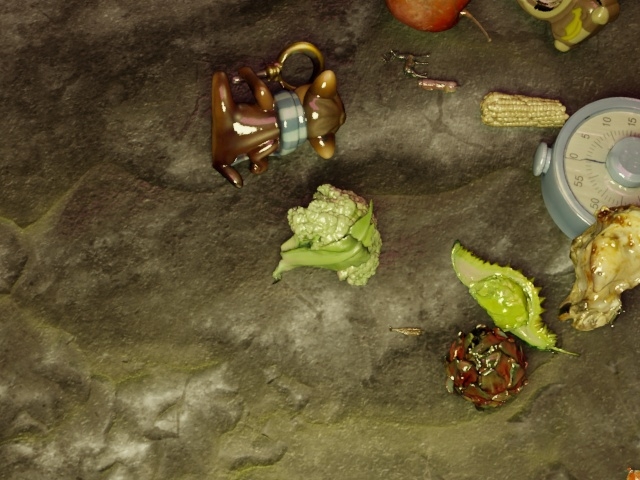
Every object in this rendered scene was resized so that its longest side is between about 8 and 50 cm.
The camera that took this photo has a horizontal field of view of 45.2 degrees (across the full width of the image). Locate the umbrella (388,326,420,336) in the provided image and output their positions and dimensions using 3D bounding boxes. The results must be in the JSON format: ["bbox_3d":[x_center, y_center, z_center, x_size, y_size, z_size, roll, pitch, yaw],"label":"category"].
[{"bbox_3d":[0.196,0.204,1.737,0.083,0.031,0.020,9,102,5],"label":"umbrella"}]

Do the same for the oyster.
[{"bbox_3d":[0.625,0.065,1.654,0.197,0.337,0.133,15,27,7],"label":"oyster"}]

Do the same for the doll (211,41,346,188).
[{"bbox_3d":[-0.112,-0.303,1.849,0.339,0.209,0.318,-11,103,-2],"label":"doll"}]

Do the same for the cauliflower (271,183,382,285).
[{"bbox_3d":[0.000,0.000,1.730,0.315,0.256,0.239,-27,73,22],"label":"cauliflower"}]

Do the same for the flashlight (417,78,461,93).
[{"bbox_3d":[0.301,-0.391,1.952,0.110,0.052,0.031,7,106,9],"label":"flashlight"}]

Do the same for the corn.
[{"bbox_3d":[0.499,-0.321,1.902,0.210,0.087,0.087,2,70,-3],"label":"corn"}]

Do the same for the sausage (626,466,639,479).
[{"bbox_3d":[0.734,0.621,1.568,0.053,0.053,0.348,-27,72,-9],"label":"sausage"}]

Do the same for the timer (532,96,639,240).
[{"bbox_3d":[0.689,-0.155,1.791,0.395,0.173,0.395,0,71,0],"label":"timer"}]

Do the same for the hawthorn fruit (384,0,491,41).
[{"bbox_3d":[0.282,-0.642,1.958,0.231,0.263,0.235,-11,55,34],"label":"hawthorn fruit"}]

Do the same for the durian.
[{"bbox_3d":[0.424,0.133,1.722,0.132,0.106,0.375,-40,70,-8],"label":"durian"}]

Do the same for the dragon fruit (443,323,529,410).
[{"bbox_3d":[0.350,0.268,1.627,0.182,0.188,0.182,2,76,-8],"label":"dragon fruit"}]

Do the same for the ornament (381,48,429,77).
[{"bbox_3d":[0.216,-0.455,1.977,0.125,0.028,0.073,11,70,2],"label":"ornament"}]

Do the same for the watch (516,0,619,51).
[{"bbox_3d":[0.675,-0.704,1.965,0.327,0.314,0.335,-34,88,-23],"label":"watch"}]
